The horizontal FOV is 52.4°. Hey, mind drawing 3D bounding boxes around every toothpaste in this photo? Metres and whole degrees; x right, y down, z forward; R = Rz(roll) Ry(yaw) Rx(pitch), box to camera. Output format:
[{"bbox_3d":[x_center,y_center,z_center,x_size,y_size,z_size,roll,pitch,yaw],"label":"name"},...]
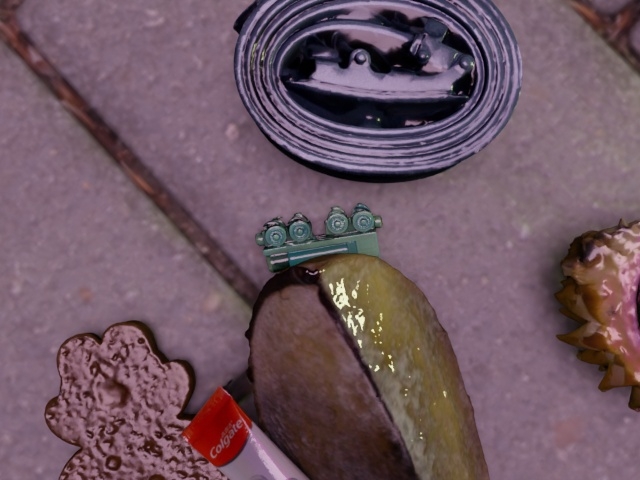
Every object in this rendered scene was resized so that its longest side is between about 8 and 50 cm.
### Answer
[{"bbox_3d":[-0.012,0.177,0.427,0.190,0.031,0.048,41,103,10],"label":"toothpaste"}]

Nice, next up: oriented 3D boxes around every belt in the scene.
[{"bbox_3d":[0.033,-0.112,0.447,0.190,0.082,0.142,4,90,0],"label":"belt"}]

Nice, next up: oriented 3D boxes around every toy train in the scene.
[{"bbox_3d":[0.000,0.000,0.470,0.092,0.029,0.045,-10,103,4],"label":"toy train"}]

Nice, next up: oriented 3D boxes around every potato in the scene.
[{"bbox_3d":[0.036,0.114,0.444,0.120,0.100,0.261,-12,109,42],"label":"potato"}]

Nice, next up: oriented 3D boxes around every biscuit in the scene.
[{"bbox_3d":[-0.129,0.145,0.462,0.124,0.026,0.175,-16,87,-4],"label":"biscuit"}]

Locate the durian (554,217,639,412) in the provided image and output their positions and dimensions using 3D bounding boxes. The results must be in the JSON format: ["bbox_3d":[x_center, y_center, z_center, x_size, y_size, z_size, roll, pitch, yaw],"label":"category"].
[{"bbox_3d":[0.329,0.041,0.429,0.341,0.112,0.191,-16,96,8],"label":"durian"}]
